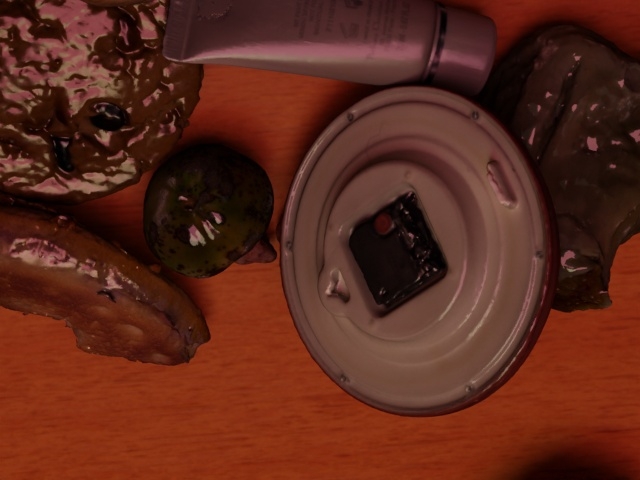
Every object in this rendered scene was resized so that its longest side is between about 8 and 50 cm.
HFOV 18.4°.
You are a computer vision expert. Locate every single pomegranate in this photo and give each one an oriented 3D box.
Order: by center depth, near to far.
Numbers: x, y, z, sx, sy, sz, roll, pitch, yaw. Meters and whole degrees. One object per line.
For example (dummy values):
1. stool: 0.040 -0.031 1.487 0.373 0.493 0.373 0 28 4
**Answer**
1. pomegranate: -0.099 -0.018 1.972 0.163 0.125 0.138 41 96 -23

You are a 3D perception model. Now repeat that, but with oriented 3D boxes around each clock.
1. clock: 0.085 0.011 1.880 0.080 0.318 0.318 -1 130 -53

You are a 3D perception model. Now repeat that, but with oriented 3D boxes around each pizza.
1. pizza: -0.238 0.039 2.000 0.305 0.085 0.161 30 145 -31

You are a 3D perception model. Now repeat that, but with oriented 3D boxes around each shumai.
1. shumai: 0.257 -0.065 1.925 0.225 0.222 0.260 7 113 -6

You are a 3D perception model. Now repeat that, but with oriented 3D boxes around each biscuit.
1. biscuit: -0.251 -0.163 1.910 0.296 0.075 0.295 -3 119 -5

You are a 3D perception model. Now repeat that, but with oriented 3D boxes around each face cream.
1. face cream: 0.012 -0.208 1.892 0.314 0.089 0.143 12 77 -13

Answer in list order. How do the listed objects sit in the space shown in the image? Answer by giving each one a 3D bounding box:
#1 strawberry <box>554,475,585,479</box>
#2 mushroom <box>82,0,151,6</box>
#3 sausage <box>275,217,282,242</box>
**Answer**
1. strawberry: 0.251 0.402 2.173 0.239 0.250 0.288 31 137 -26
2. mushroom: -0.123 -0.333 1.796 0.151 0.156 0.285 19 108 -35
3. sausage: 0.000 0.000 2.027 0.094 0.054 0.059 25 91 -13
